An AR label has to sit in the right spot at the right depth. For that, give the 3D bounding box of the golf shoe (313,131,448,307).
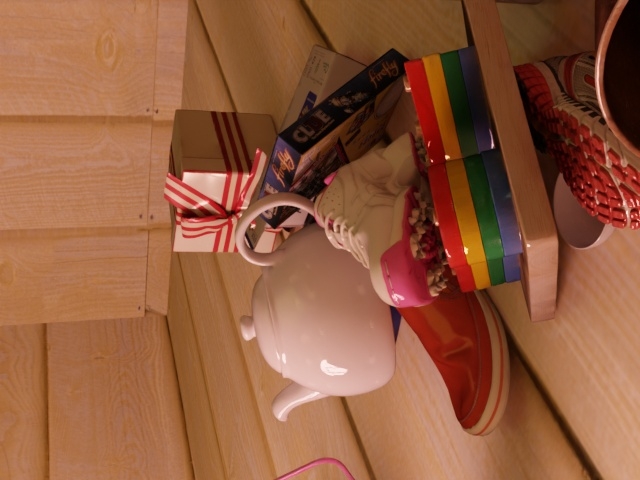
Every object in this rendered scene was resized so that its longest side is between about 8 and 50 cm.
[{"bbox_3d":[0.059,-0.012,0.888,0.306,0.140,0.115,-76,-32,-64],"label":"golf shoe"}]

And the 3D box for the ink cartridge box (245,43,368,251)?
[{"bbox_3d":[-0.033,-0.143,1.345,0.333,0.065,0.165,-65,19,12],"label":"ink cartridge box"}]

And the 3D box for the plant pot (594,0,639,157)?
[{"bbox_3d":[0.249,-0.187,0.468,0.215,0.215,0.230,112,165,-52],"label":"plant pot"}]

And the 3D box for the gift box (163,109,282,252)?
[{"bbox_3d":[-0.212,-0.130,1.793,0.258,0.255,0.276,-107,19,-44],"label":"gift box"}]

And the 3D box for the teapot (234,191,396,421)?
[{"bbox_3d":[-0.015,0.091,1.110,0.252,0.187,0.256,97,162,-73],"label":"teapot"}]

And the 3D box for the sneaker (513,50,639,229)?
[{"bbox_3d":[0.225,-0.095,0.660,0.225,0.092,0.088,-105,-7,-52],"label":"sneaker"}]

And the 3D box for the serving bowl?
[{"bbox_3d":[0.241,-0.034,0.746,0.083,0.027,0.083,178,90,-72],"label":"serving bowl"}]

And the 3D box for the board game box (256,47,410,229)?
[{"bbox_3d":[0.018,-0.137,1.127,0.042,0.243,0.165,40,145,12],"label":"board game box"}]

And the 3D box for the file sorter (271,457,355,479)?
[{"bbox_3d":[-0.008,0.468,1.120,0.182,0.202,0.291,58,-171,-29],"label":"file sorter"}]

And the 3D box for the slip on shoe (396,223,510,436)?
[{"bbox_3d":[0.132,0.073,0.983,0.123,0.101,0.331,115,147,-52],"label":"slip on shoe"}]

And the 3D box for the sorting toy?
[{"bbox_3d":[0.141,-0.070,0.768,0.255,0.089,0.257,53,-154,-66],"label":"sorting toy"}]

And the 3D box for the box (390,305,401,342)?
[{"bbox_3d":[0.085,0.057,1.231,0.136,0.036,0.225,-116,29,-52],"label":"box"}]

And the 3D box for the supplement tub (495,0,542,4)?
[{"bbox_3d":[0.154,-0.329,0.791,0.144,0.144,0.200,-136,47,-65],"label":"supplement tub"}]

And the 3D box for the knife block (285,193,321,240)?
[{"bbox_3d":[0.000,0.000,1.410,0.276,0.088,0.242,-130,42,-63],"label":"knife block"}]

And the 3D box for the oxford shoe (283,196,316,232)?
[{"bbox_3d":[-0.044,-0.060,1.541,0.271,0.097,0.098,-105,-5,-72],"label":"oxford shoe"}]
